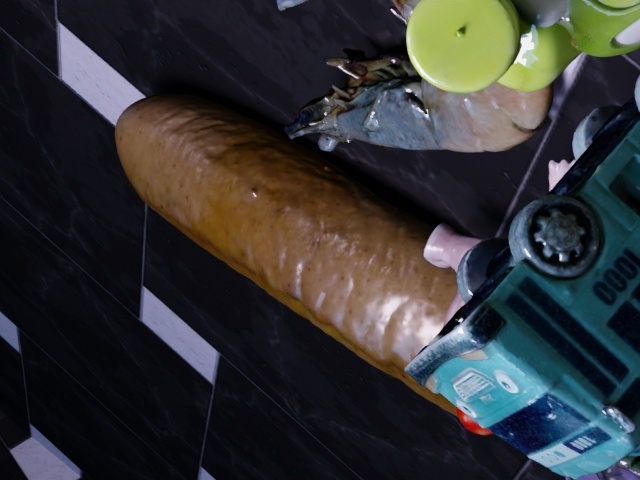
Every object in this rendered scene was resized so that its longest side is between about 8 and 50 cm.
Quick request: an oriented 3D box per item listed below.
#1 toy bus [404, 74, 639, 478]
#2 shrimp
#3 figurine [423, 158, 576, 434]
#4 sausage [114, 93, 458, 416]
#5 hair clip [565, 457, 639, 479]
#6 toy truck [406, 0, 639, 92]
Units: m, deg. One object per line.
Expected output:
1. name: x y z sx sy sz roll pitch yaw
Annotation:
1. toy bus: 0.179 0.011 1.104 0.147 0.256 0.128 41 160 1
2. shrimp: 0.042 -0.134 1.355 0.289 0.075 0.178 7 130 60
3. figurine: 0.175 0.055 1.353 0.186 0.176 0.287 32 158 -20
4. sausage: -0.002 -0.001 1.618 0.501 0.123 0.136 32 -175 30
5. hair clip: 0.256 0.233 1.681 0.124 0.052 0.195 10 136 48
6. toy truck: 0.123 -0.148 1.007 0.148 0.210 0.187 45 178 -2
